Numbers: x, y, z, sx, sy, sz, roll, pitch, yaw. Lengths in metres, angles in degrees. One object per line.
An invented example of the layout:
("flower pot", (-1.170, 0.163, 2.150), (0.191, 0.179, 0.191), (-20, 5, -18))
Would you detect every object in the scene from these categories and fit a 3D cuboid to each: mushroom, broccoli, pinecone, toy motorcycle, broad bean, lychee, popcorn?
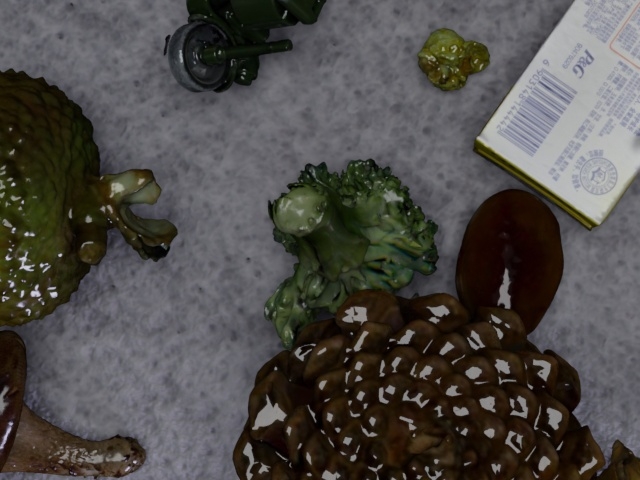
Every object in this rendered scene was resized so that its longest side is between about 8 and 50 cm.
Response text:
("mushroom", (-0.299, 0.230, 1.812), (0.217, 0.148, 0.227), (22, 105, -18))
("broccoli", (-0.010, 0.014, 1.734), (0.177, 0.275, 0.198), (46, 112, 18))
("pinecone", (0.086, 0.235, 1.676), (0.384, 0.384, 0.384), (0, 89, 1))
("toy motorcycle", (-0.051, -0.282, 1.769), (0.205, 0.127, 0.275), (-1, 73, 42))
("broad bean", (0.203, 0.028, 1.817), (0.114, 0.084, 0.165), (21, 83, -14))
("lychee", (-0.337, -0.043, 1.747), (0.320, 0.270, 0.270), (17, 89, 40))
("popcorn", (0.144, -0.197, 1.834), (0.083, 0.059, 0.068), (-5, 88, -7))

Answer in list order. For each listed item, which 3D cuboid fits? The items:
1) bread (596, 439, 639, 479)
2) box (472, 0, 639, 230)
("bread", (0.318, 0.406, 1.719), (0.248, 0.315, 0.279), (30, 103, 0))
("box", (0.301, -0.160, 1.809), (0.168, 0.097, 0.265), (34, 90, 2))
